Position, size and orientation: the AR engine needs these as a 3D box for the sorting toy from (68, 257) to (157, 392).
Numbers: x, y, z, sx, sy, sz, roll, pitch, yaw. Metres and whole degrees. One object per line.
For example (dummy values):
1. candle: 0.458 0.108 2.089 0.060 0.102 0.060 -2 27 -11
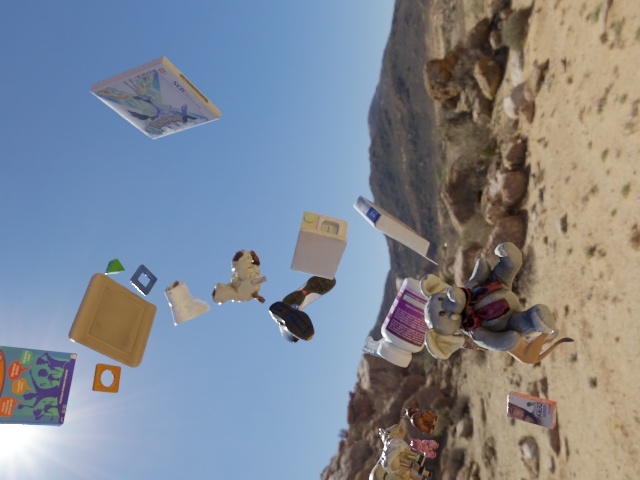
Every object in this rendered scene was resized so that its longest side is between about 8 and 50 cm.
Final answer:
1. sorting toy: -0.517 0.204 1.165 0.196 0.047 0.348 44 -142 -41

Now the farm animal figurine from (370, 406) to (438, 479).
1. farm animal figurine: 0.252 0.699 1.501 0.326 0.172 0.331 -31 -53 -53

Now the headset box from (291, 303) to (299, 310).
1. headset box: -0.108 0.312 1.924 0.062 0.032 0.084 -90 6 -79

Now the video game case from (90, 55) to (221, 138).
1. video game case: -0.569 -0.484 1.634 0.300 0.328 0.036 41 -134 -55

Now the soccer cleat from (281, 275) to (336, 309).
1. soccer cleat: -0.063 0.267 2.316 0.109 0.318 0.116 52 155 15

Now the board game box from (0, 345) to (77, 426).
1. board game box: -0.669 0.321 1.029 0.210 0.047 0.160 16 -125 -33

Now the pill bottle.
1. pill bottle: 0.328 0.304 1.725 0.302 0.169 0.169 -65 -16 4

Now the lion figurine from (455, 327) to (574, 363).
1. lion figurine: 0.713 0.369 1.761 0.241 0.391 0.142 -63 -16 4

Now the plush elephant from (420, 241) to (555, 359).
1. plush elephant: 0.402 0.183 1.270 0.330 0.255 0.272 111 156 -53

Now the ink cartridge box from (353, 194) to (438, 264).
1. ink cartridge box: 0.319 -0.051 1.934 0.072 0.329 0.324 -59 19 10

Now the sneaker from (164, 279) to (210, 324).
1. sneaker: -0.549 0.237 1.934 0.292 0.107 0.169 24 -135 -89

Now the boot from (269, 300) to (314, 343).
1. boot: -0.070 0.279 1.424 0.076 0.197 0.137 -30 -55 -21

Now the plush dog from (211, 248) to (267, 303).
1. plush dog: -0.318 0.171 2.013 0.263 0.210 0.225 -57 9 10

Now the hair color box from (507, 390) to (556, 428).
1. hair color box: 0.816 0.654 1.805 0.053 0.167 0.093 -1 -87 -51

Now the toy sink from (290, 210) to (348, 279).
1. toy sink: 0.000 0.000 1.517 0.234 0.152 0.131 106 177 -54

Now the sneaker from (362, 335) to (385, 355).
1. sneaker: 0.269 0.439 1.887 0.071 0.190 0.083 69 -139 -69
